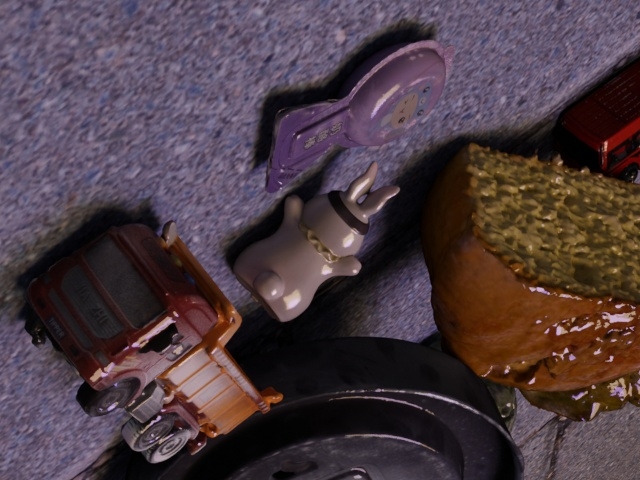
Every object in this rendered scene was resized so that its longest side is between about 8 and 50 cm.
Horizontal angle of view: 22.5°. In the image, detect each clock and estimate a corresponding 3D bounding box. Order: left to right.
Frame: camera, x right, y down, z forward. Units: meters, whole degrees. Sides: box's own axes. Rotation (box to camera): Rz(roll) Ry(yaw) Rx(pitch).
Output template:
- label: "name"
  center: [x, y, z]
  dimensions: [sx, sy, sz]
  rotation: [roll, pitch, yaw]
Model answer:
- label: "clock"
  center: [0.001, 0.239, 1.532]
  dimensions: [0.386, 0.076, 0.386]
  rotation: [-9, 137, -8]

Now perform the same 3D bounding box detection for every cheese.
- label: "cheese"
  center: [0.034, -0.104, 1.264]
  dimensions: [0.191, 0.042, 0.105]
  rotation: [-29, 151, -27]

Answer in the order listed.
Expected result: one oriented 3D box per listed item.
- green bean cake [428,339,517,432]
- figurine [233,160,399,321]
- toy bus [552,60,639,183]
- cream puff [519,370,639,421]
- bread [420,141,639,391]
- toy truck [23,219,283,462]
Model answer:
- label: "green bean cake"
  center: [0.135, 0.254, 1.859]
  dimensions: [0.227, 0.125, 0.222]
  rotation: [-59, 166, -18]
- label: "figurine"
  center: [-0.008, -0.007, 1.349]
  dimensions: [0.146, 0.081, 0.098]
  rotation: [-45, -159, -10]
- label: "toy bus"
  center: [0.333, -0.132, 1.666]
  dimensions: [0.195, 0.081, 0.089]
  rotation: [-34, 145, -21]
- label: "cream puff"
  center: [0.338, 0.120, 1.999]
  dimensions: [0.244, 0.196, 0.244]
  rotation: [-14, 117, -30]
- label: "bread"
  center: [0.214, 0.040, 1.561]
  dimensions: [0.340, 0.194, 0.179]
  rotation: [10, 140, -35]
- label: "toy truck"
  center: [-0.122, 0.082, 1.231]
  dimensions: [0.135, 0.114, 0.270]
  rotation: [-39, 157, -4]
